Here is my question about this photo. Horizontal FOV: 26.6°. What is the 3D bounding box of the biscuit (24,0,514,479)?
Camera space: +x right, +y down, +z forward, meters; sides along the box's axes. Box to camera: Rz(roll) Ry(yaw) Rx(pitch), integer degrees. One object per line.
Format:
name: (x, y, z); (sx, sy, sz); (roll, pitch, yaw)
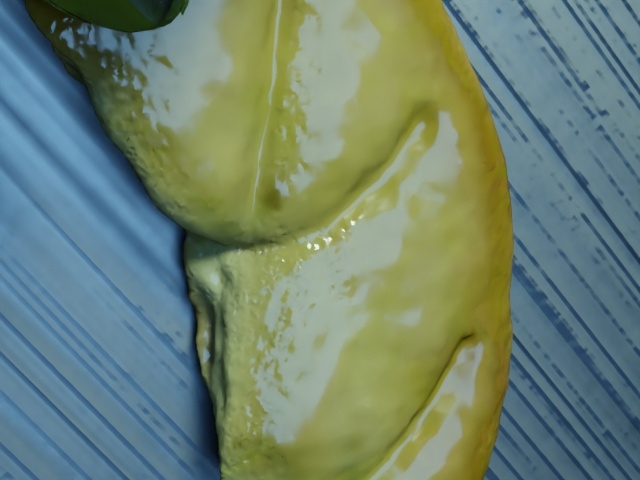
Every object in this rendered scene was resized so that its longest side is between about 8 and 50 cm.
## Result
biscuit: (0.004, 0.000, 0.512); (0.154, 0.045, 0.299); (-24, 106, -16)

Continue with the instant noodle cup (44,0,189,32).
instant noodle cup: (-0.059, -0.179, 0.384); (0.153, 0.205, 0.205); (-44, 110, -17)
